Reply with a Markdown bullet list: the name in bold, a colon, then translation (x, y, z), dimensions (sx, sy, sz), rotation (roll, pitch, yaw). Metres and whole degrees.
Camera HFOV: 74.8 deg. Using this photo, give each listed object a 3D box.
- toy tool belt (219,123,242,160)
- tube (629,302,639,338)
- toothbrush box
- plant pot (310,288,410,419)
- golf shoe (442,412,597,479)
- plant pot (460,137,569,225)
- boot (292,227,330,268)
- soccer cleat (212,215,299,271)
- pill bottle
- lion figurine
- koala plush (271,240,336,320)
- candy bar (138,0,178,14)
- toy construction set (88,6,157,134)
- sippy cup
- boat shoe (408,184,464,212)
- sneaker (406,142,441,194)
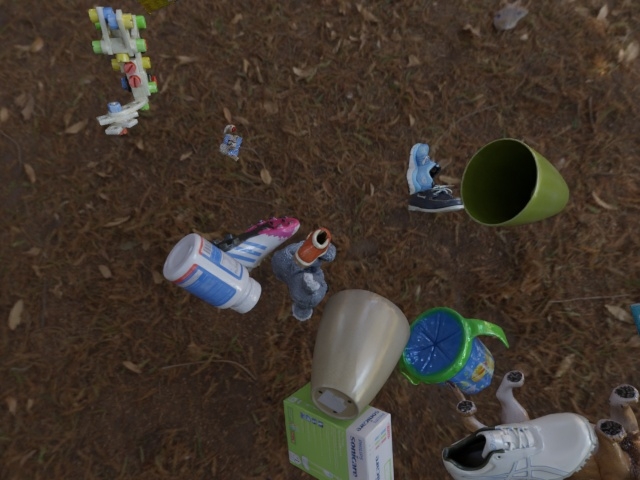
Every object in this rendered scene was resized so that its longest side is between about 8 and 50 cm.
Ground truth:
- **toy tool belt**: translation (-0.223, -0.252, 1.080), dimensions (0.051, 0.052, 0.084), rotation (29, 114, 18)
- **tube**: translation (0.488, 0.185, 0.573), dimensions (0.052, 0.080, 0.207), rotation (-8, 77, -9)
- **toothbrush box**: translation (0.045, 0.541, 1.136), dimensions (0.283, 0.122, 0.207), rotation (6, 106, 41)
- **plant pot**: translation (0.081, 0.316, 1.105), dimensions (0.256, 0.257, 0.274), rotation (19, 41, 12)
- **golf shoe**: translation (0.228, 0.247, 0.492), dimensions (0.176, 0.086, 0.069), rotation (-34, 35, 18)
- **plant pot**: translation (0.666, -0.165, 1.374), dimensions (0.293, 0.274, 0.275), rotation (7, 72, -31)
- **boot**: translation (0.000, 0.000, 0.980), dimensions (0.059, 0.158, 0.085), rotation (41, 122, -2)
- **soccer cleat**: translation (-0.217, 0.021, 1.434), dimensions (0.330, 0.143, 0.116), rotation (-22, 29, -26)
- **pill bottle**: translation (-0.253, 0.090, 1.015), dimensions (0.124, 0.221, 0.124), rotation (-28, 40, 27)
- **lion figurine**: translation (0.423, 0.357, 0.718), dimensions (0.391, 0.240, 0.142), rotation (-1, 34, 46)
- **koala plush**: translation (-0.052, 0.130, 1.332), dimensions (0.203, 0.196, 0.221), rotation (8, 39, -17)
- **candy bar**: translation (-0.254, -0.393, 0.671), dimensions (0.161, 0.040, 0.018), rotation (12, 66, 41)
- **toy construction set**: translation (-0.511, -0.447, 1.106), dimensions (0.150, 0.328, 0.215), rotation (2, 38, -21)
- **sippy cup**: translation (0.410, 0.359, 1.295), dimensions (0.224, 0.305, 0.240), rotation (35, 71, -27)
- **boat shoe**: translation (0.333, -0.122, 1.220), dimensions (0.095, 0.254, 0.079), rotation (-1, 96, -9)
- **sneaker**: translation (0.242, -0.165, 0.969), dimensions (0.073, 0.064, 0.162), rotation (0, 48, 19)
